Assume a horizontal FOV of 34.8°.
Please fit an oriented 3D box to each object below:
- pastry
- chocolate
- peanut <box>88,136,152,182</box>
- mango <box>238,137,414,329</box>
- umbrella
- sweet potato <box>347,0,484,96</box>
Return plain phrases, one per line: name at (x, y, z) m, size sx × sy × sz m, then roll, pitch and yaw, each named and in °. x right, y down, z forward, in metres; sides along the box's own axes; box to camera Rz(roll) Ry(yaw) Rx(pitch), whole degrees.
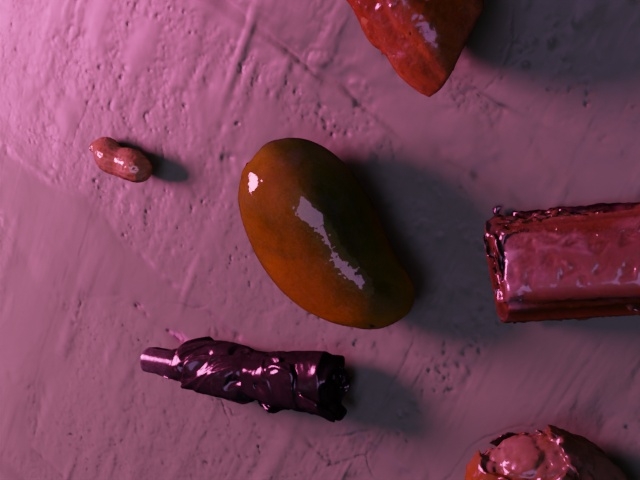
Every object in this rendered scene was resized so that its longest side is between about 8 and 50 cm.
pastry at (0.188, 0.228, 0.842) m, size 0.153 × 0.081 × 0.153 m, roll 13°, pitch 119°, yaw 24°
chocolate at (0.265, 0.015, 0.742) m, size 0.329 × 0.065 × 0.102 m, roll -5°, pitch 101°, yaw 35°
peanut at (-0.203, -0.082, 1.029) m, size 0.083 × 0.037 × 0.037 m, roll 29°, pitch 117°, yaw 25°
mango at (-0.003, 0.000, 0.896) m, size 0.122 × 0.085 × 0.191 m, roll -30°, pitch 86°, yaw 32°
umbrella at (-0.079, 0.128, 1.000) m, size 0.236 × 0.059 × 0.066 m, roll 5°, pitch 85°, yaw 33°
sweet potato at (0.046, -0.231, 0.804) m, size 0.097 × 0.097 × 0.251 m, roll -38°, pitch 77°, yaw 34°
